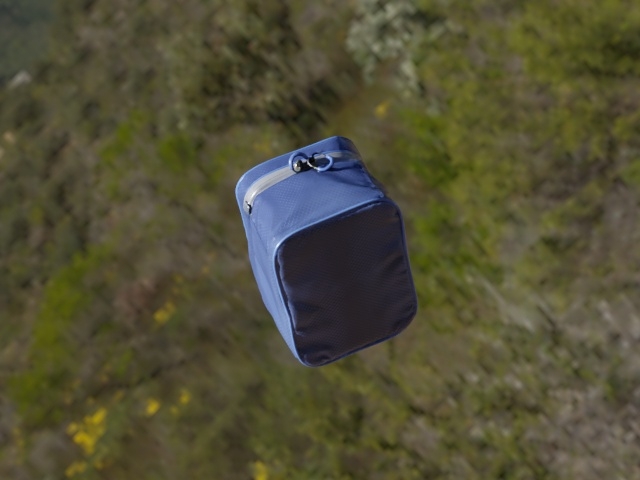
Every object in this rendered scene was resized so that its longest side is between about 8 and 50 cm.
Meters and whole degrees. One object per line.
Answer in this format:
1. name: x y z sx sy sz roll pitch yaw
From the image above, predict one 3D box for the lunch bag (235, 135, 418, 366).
1. lunch bag: 0.000 0.000 0.835 0.067 0.098 0.065 -20 40 -12
